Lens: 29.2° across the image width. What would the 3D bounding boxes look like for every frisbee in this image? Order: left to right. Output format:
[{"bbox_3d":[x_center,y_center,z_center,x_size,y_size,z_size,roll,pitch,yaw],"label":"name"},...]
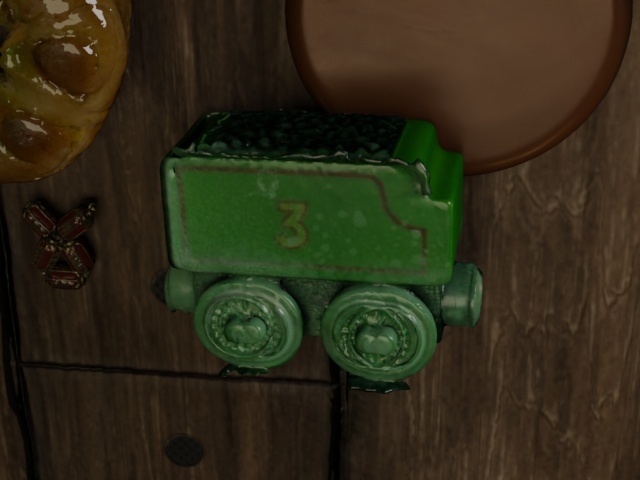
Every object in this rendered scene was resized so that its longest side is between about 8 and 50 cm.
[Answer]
[{"bbox_3d":[0.097,-0.160,0.885,0.251,0.021,0.251,3,118,6],"label":"frisbee"}]

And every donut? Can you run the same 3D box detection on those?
[{"bbox_3d":[-0.244,-0.152,0.885,0.226,0.114,0.226,3,117,6],"label":"donut"}]

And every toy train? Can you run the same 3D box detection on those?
[{"bbox_3d":[0.000,0.000,0.911,0.243,0.132,0.188,4,116,10],"label":"toy train"}]

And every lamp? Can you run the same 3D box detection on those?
[{"bbox_3d":[-0.209,0.005,1.008,0.063,0.031,0.083,4,120,8],"label":"lamp"}]
